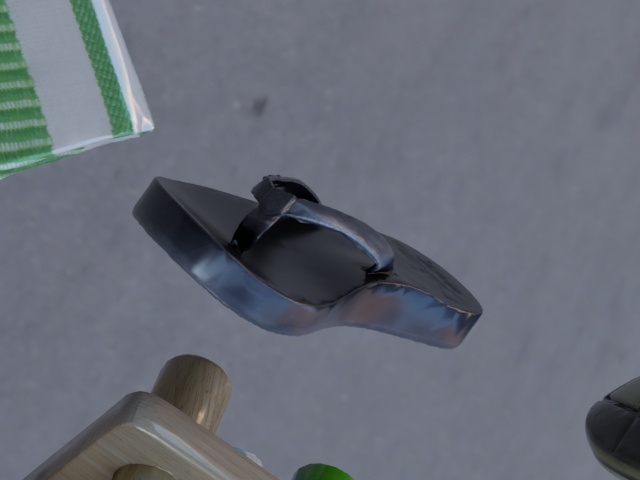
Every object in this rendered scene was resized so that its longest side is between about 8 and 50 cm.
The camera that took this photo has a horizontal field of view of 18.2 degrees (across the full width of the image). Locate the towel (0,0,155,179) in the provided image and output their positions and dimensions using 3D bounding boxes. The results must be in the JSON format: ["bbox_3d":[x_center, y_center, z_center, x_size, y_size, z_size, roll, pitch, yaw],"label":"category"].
[{"bbox_3d":[-0.246,-0.107,0.757,0.325,0.038,0.248,-18,90,-24],"label":"towel"}]

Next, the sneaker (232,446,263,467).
[{"bbox_3d":[-0.085,0.177,1.234,0.063,0.073,0.162,-48,-162,25],"label":"sneaker"}]

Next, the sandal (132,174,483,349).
[{"bbox_3d":[0.000,0.000,0.955,0.054,0.097,0.254,-56,152,14],"label":"sandal"}]

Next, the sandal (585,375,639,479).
[{"bbox_3d":[0.262,0.159,1.163,0.120,0.303,0.086,-25,123,-21],"label":"sandal"}]

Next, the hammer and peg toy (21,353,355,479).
[{"bbox_3d":[-0.102,0.171,0.992,0.266,0.361,0.127,-40,-160,43],"label":"hammer and peg toy"}]
